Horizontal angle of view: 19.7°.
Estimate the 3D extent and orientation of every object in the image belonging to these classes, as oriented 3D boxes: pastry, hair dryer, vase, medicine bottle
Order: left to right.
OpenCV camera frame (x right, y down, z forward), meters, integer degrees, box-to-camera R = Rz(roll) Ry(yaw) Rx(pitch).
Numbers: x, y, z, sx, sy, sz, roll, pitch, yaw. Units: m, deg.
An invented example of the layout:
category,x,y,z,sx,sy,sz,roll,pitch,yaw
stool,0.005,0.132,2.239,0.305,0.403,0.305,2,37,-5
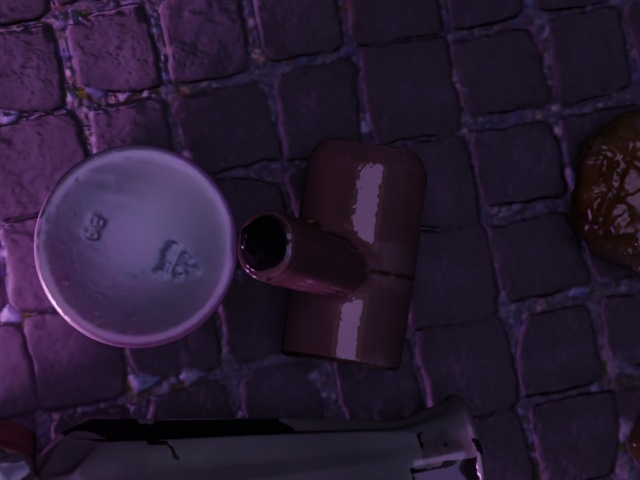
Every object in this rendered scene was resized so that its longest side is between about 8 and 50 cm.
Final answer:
category,x,y,z,sx,sy,sz,roll,pitch,yaw
medicine bottle,-0.149,0.008,1.457,0.152,0.254,0.152,0,89,-8
vase,-0.050,0.209,1.524,0.360,0.165,0.165,-8,90,-12
hair dryer,0.000,0.000,1.443,0.106,0.344,0.189,8,87,15
pastry,0.290,-0.042,1.612,0.153,0.081,0.153,0,80,-2

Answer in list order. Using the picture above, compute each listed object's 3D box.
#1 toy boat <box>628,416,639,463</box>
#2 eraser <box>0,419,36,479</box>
category,x,y,z,sx,sy,sz,roll,pitch,yaw
toy boat,0.370,0.177,1.626,0.188,0.061,0.116,-1,89,-8
eraser,-0.288,0.212,1.413,0.087,0.290,0.171,39,83,-6
